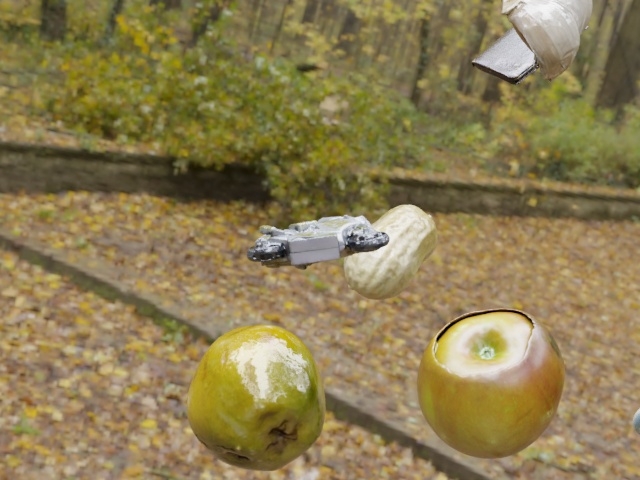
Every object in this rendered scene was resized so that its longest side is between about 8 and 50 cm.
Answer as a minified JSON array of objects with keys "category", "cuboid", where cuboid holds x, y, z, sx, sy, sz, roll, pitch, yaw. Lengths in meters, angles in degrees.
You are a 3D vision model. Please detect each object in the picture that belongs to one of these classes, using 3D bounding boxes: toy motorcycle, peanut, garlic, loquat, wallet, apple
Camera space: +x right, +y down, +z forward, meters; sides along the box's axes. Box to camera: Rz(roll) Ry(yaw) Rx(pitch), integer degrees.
[{"category":"toy motorcycle","cuboid":[0.000,0.000,1.507,0.225,0.073,0.152,-6,11,8]},{"category":"peanut","cuboid":[0.170,0.021,2.155,0.158,0.174,0.340,17,41,31]},{"category":"garlic","cuboid":[0.395,-0.385,1.633,0.178,0.142,0.229,49,16,-35]},{"category":"loquat","cuboid":[-0.098,0.221,1.409,0.213,0.213,0.246,9,20,-27]},{"category":"wallet","cuboid":[0.420,-0.399,1.905,0.232,0.031,0.122,-40,51,-21]},{"category":"apple","cuboid":[0.258,0.212,1.445,0.237,0.237,0.207,22,-28,30]}]

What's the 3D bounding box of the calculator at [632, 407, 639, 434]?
[{"category":"calculator","cuboid":[0.735,0.298,1.792,0.188,0.302,0.042,41,29,-44]}]
